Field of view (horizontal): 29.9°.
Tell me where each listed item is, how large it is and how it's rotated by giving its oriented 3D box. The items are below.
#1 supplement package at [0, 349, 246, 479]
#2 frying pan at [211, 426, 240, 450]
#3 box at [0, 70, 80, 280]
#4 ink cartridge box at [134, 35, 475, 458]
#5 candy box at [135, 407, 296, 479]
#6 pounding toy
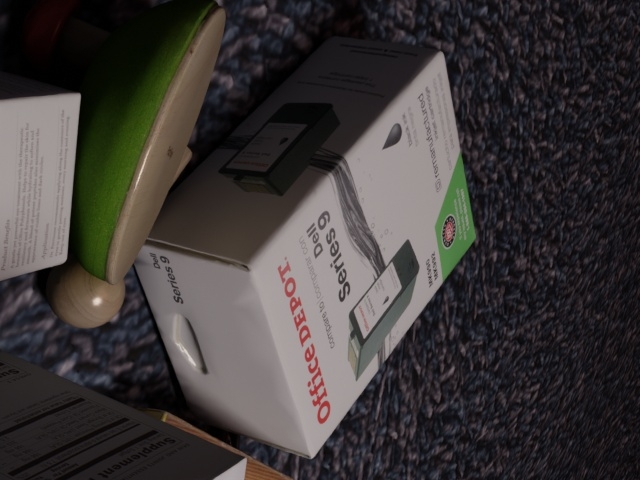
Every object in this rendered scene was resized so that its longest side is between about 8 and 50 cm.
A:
[{"bbox_3d":[-0.204,0.178,0.579,0.198,0.263,0.199,-23,125,-55],"label":"supplement package"},{"bbox_3d":[-0.065,0.258,1.105,0.197,0.053,0.326,4,104,-62],"label":"frying pan"},{"bbox_3d":[-0.197,-0.039,0.644,0.087,0.102,0.101,-21,123,-58],"label":"box"},{"bbox_3d":[0.000,0.000,0.981,0.289,0.121,0.211,-50,139,-36],"label":"ink cartridge box"},{"bbox_3d":[-0.122,0.305,0.886,0.183,0.087,0.316,31,74,-19],"label":"candy box"},{"bbox_3d":[-0.146,-0.065,0.751,0.237,0.110,0.183,117,-5,-60],"label":"pounding toy"}]
